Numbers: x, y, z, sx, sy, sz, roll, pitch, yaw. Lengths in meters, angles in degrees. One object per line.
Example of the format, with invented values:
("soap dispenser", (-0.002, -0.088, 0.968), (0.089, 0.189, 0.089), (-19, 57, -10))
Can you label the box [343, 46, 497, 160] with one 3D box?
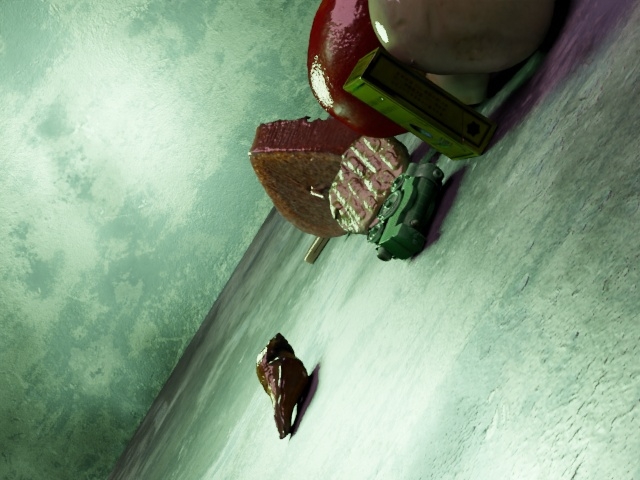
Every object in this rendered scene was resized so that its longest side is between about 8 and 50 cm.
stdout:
("box", (0.151, -0.208, 1.659), (0.064, 0.220, 0.141), (-61, 10, -4))

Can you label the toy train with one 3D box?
("toy train", (0.139, -0.048, 1.695), (0.104, 0.071, 0.178), (-30, 30, 57))

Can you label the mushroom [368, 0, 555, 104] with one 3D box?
("mushroom", (0.215, -0.356, 1.701), (0.290, 0.292, 0.292), (90, -156, -62))

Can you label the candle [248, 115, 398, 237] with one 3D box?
("candle", (-0.009, -0.136, 2.151), (0.317, 0.287, 0.131), (-43, 23, 53))

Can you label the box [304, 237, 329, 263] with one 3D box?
("box", (0.000, 0.000, 2.460), (0.115, 0.025, 0.048), (-56, 11, 17))

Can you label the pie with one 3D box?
("pie", (0.089, -0.106, 1.959), (0.195, 0.046, 0.195), (-14, 69, 41))

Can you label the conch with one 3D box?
("conch", (-0.059, 0.242, 1.837), (0.086, 0.080, 0.232), (-69, 29, 21))

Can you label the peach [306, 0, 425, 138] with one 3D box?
("peach", (0.127, -0.356, 1.879), (0.338, 0.281, 0.281), (-59, 8, 18))
